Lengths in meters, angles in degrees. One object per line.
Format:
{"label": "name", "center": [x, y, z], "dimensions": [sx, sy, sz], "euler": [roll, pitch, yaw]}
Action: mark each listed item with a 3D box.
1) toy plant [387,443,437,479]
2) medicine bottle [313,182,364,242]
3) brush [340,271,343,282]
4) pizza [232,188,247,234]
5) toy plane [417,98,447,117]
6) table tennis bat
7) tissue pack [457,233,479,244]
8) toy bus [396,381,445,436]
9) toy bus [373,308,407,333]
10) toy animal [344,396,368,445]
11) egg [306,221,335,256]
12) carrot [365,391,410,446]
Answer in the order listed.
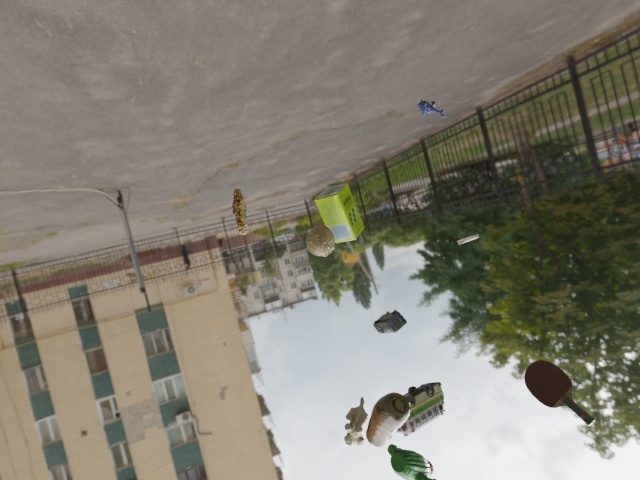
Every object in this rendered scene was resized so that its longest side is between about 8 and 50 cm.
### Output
{"label": "toy plant", "center": [0.330, 0.783, 1.376], "dimensions": [0.088, 0.240, 0.155], "euler": [-54, -165, -2]}
{"label": "medicine bottle", "center": [0.089, -0.125, 1.874], "dimensions": [0.141, 0.249, 0.137], "euler": [-9, -155, 34]}
{"label": "brush", "center": [0.123, 0.204, 2.235], "dimensions": [0.013, 0.016, 0.083], "euler": [-39, -159, 26]}
{"label": "pizza", "center": [-0.435, -0.152, 2.138], "dimensions": [0.058, 0.245, 0.127], "euler": [-13, -158, -25]}
{"label": "toy plane", "center": [0.454, -0.538, 1.651], "dimensions": [0.054, 0.062, 0.167], "euler": [-8, -149, -26]}
{"label": "table tennis bat", "center": [0.897, 0.575, 1.515], "dimensions": [0.021, 0.154, 0.274], "euler": [15, -159, -36]}
{"label": "tissue pack", "center": [0.770, -0.007, 2.093], "dimensions": [0.108, 0.023, 0.056], "euler": [-14, 168, -32]}
{"label": "toy bus", "center": [0.489, 0.834, 2.011], "dimensions": [0.306, 0.178, 0.143], "euler": [-10, 163, -36]}
{"label": "toy bus", "center": [0.203, 0.243, 1.187], "dimensions": [0.065, 0.047, 0.166], "euler": [-38, 173, -14]}
{"label": "toy animal", "center": [0.179, 0.873, 1.916], "dimensions": [0.104, 0.184, 0.183], "euler": [7, -143, 23]}
{"label": "egg", "center": [0.000, 0.000, 1.600], "dimensions": [0.117, 0.140, 0.118], "euler": [-4, 136, -4]}
{"label": "carrot", "center": [0.268, 0.735, 1.655], "dimensions": [0.139, 0.138, 0.301], "euler": [-15, 138, -39]}
